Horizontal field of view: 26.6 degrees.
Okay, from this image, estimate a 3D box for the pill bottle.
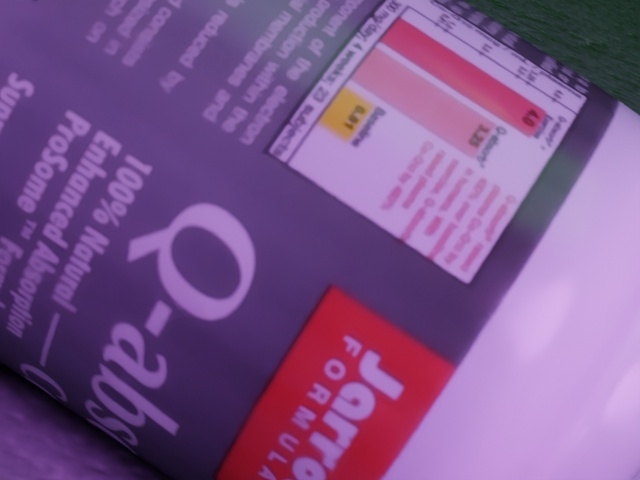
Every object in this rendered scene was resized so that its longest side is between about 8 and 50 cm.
[{"bbox_3d":[0.000,0.000,0.511,0.363,0.210,0.210,33,23,5],"label":"pill bottle"}]
